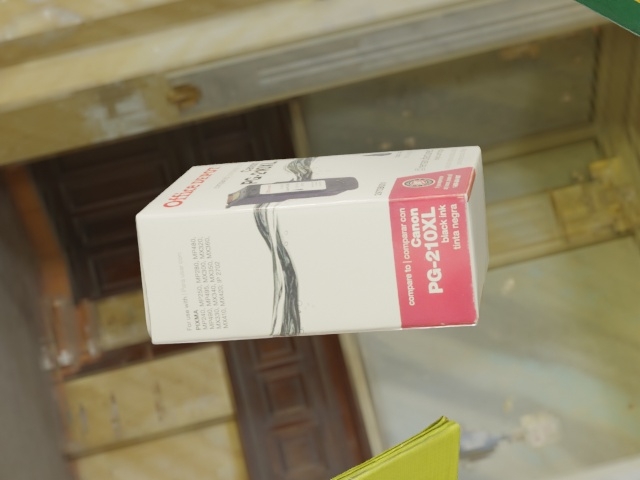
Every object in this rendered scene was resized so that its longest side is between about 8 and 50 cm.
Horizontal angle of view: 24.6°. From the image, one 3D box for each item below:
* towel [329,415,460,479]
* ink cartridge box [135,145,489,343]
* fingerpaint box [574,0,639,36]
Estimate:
[{"bbox_3d":[-0.005,0.198,0.942,0.021,0.237,0.102,36,-42,41],"label":"towel"},{"bbox_3d":[0.000,0.000,1.090,0.172,0.237,0.100,-58,143,-73],"label":"ink cartridge box"},{"bbox_3d":[0.229,-0.407,1.187,0.163,0.445,0.371,-38,156,-55],"label":"fingerpaint box"}]
